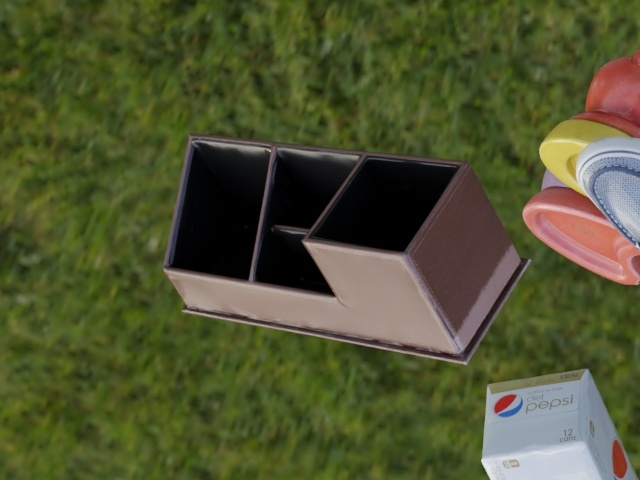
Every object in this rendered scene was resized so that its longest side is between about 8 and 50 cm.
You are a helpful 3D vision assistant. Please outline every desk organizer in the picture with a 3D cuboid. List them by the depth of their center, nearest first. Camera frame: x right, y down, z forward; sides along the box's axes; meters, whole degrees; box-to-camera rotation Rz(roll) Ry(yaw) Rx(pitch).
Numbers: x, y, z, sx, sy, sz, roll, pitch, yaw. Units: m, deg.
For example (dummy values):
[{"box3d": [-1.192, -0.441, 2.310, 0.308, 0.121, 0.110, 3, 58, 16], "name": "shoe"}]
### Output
[{"box3d": [0.000, 0.000, 0.668, 0.130, 0.047, 0.050, 8, 142, 41], "name": "desk organizer"}]

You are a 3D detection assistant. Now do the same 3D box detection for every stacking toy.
[{"box3d": [0.356, -0.052, 1.963, 0.279, 0.130, 0.309, 26, 163, 5], "name": "stacking toy"}]

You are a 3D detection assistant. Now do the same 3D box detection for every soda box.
[{"box3d": [0.178, 0.184, 1.328, 0.074, 0.069, 0.216, -12, 131, 20], "name": "soda box"}]

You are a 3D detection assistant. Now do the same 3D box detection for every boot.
[{"box3d": [0.250, 0.008, 1.311, 0.190, 0.086, 0.069, 31, 130, -13], "name": "boot"}]
